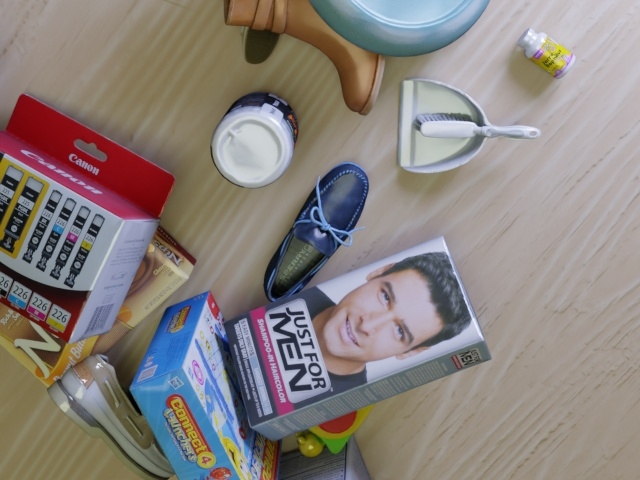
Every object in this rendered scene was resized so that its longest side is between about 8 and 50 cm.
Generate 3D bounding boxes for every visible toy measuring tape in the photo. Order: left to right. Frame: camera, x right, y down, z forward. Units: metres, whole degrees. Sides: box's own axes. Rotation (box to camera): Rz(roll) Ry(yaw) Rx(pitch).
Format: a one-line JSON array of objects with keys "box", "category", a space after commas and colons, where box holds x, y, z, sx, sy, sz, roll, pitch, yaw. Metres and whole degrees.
[{"box": [0.051, 0.215, 1.594, 0.121, 0.121, 0.330, 32, 98, -8], "category": "toy measuring tape"}]

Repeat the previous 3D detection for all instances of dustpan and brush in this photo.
[{"box": [0.226, -0.171, 1.477, 0.211, 0.060, 0.147, 1, 108, 2], "category": "dustpan and brush"}]

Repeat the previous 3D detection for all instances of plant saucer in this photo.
[{"box": [0.117, -0.418, 1.348, 0.318, 0.044, 0.317, -1, 94, -16], "category": "plant saucer"}]

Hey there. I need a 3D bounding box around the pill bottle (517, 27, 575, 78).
[{"box": [0.336, -0.281, 1.445, 0.083, 0.043, 0.043, 34, 107, -8], "category": "pill bottle"}]

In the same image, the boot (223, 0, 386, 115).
[{"box": [-0.025, -0.313, 1.380, 0.220, 0.109, 0.283, -8, 104, -19], "category": "boot"}]

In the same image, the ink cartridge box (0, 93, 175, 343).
[{"box": [-0.413, -0.043, 1.439, 0.310, 0.130, 0.271, 28, 99, 12], "category": "ink cartridge box"}]

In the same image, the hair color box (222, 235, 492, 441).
[{"box": [0.055, 0.156, 1.510, 0.375, 0.113, 0.185, -22, 63, 6], "category": "hair color box"}]

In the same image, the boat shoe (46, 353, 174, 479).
[{"box": [-0.315, 0.301, 1.605, 0.103, 0.113, 0.302, -44, 133, -8], "category": "boat shoe"}]

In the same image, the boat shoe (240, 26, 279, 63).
[{"box": [-0.091, -0.342, 1.448, 0.056, 0.048, 0.153, -4, 118, -26], "category": "boat shoe"}]

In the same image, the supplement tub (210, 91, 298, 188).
[{"box": [-0.093, -0.154, 1.429, 0.117, 0.190, 0.116, 1, 109, 3], "category": "supplement tub"}]

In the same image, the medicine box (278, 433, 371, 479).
[{"box": [-0.047, 0.479, 1.585, 0.264, 0.289, 0.149, -20, 106, 9], "category": "medicine box"}]

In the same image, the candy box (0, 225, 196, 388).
[{"box": [-0.380, 0.084, 1.575, 0.316, 0.087, 0.183, -41, 102, 15], "category": "candy box"}]

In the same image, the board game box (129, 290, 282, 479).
[{"box": [-0.165, 0.274, 1.514, 0.086, 0.308, 0.301, -22, 106, 8], "category": "board game box"}]

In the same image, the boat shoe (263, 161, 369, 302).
[{"box": [0.000, 0.000, 1.529, 0.109, 0.089, 0.258, 26, 108, -6], "category": "boat shoe"}]
